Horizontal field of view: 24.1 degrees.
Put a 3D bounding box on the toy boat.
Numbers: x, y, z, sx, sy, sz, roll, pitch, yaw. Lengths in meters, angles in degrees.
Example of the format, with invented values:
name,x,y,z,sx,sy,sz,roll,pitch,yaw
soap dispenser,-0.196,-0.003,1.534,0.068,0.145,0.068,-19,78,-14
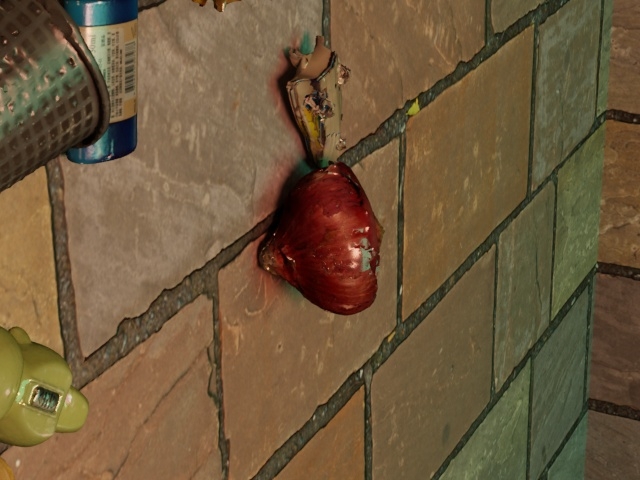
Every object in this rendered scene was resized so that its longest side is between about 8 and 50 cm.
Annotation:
name,x,y,z,sx,sy,sz,roll,pitch,yaw
toy boat,0.000,-0.144,1.763,0.210,0.066,0.084,84,27,-53

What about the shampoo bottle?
name,x,y,z,sx,sy,sz,roll,pitch,yaw
shampoo bottle,-0.196,-0.164,1.342,0.087,0.050,0.183,-27,125,-57

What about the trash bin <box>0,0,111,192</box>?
name,x,y,z,sx,sy,sz,roll,pitch,yaw
trash bin,-0.269,-0.094,1.103,0.161,0.175,0.175,-49,143,-31

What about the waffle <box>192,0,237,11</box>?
name,x,y,z,sx,sy,sz,roll,pitch,yaw
waffle,-0.043,-0.382,1.259,0.095,0.382,0.379,9,88,-30

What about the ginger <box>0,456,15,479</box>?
name,x,y,z,sx,sy,sz,roll,pitch,yaw
ginger,-0.319,0.348,1.104,0.348,0.122,0.363,-19,84,-39

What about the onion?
name,x,y,z,sx,sy,sz,roll,pitch,yaw
onion,0.000,0.000,1.745,0.184,0.147,0.184,172,-90,-76

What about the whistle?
name,x,y,z,sx,sy,sz,roll,pitch,yaw
whistle,-0.266,0.124,1.273,0.227,0.085,0.105,36,68,-62
